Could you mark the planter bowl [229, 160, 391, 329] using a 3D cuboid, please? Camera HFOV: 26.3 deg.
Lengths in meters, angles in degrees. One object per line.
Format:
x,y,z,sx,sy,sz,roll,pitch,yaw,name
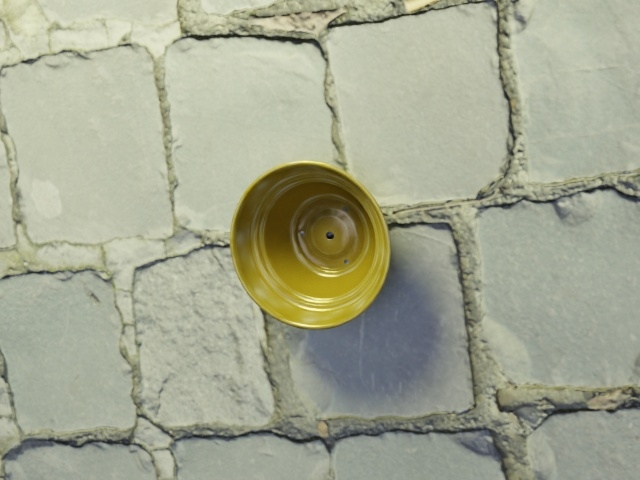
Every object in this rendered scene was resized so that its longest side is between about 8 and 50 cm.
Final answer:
0.000,0.000,1.760,0.217,0.090,0.217,4,101,20,planter bowl
